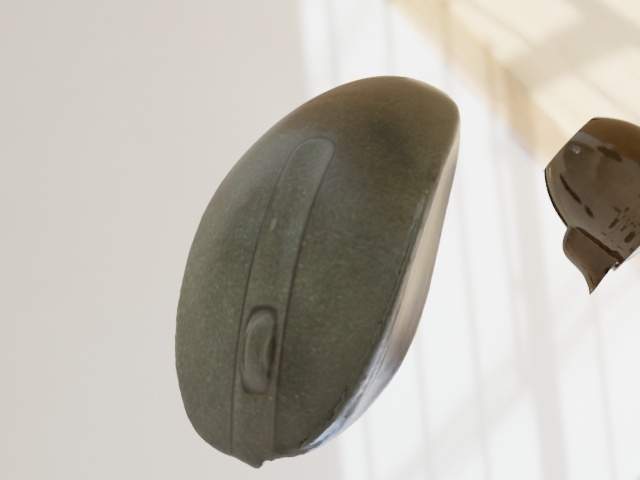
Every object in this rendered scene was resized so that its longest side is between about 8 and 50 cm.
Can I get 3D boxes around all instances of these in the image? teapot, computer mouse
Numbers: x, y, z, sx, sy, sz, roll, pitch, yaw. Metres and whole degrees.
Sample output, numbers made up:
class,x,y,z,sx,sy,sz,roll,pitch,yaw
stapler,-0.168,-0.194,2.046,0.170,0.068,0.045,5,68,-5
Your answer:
class,x,y,z,sx,sy,sz,roll,pitch,yaw
teapot,0.150,-0.013,0.822,0.080,0.085,0.110,44,174,8
computer mouse,-0.003,-0.002,1.247,0.203,0.374,0.114,3,144,26
